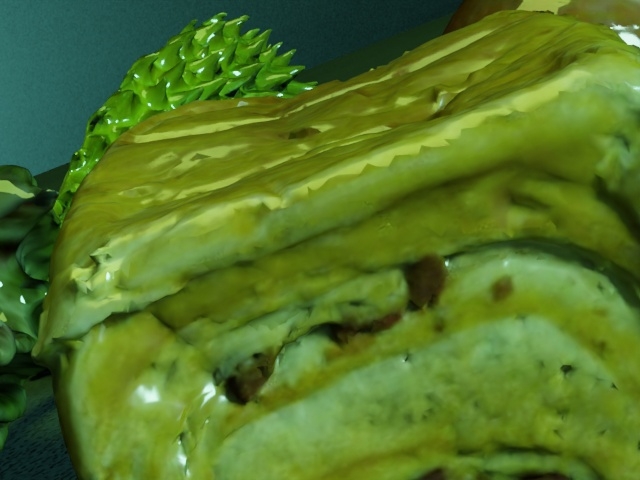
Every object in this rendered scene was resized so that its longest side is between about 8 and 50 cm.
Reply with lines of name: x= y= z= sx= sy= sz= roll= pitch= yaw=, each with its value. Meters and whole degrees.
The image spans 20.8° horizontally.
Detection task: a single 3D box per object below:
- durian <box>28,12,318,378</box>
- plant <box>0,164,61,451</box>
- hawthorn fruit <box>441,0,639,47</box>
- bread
durian: x=-0.087 y=-0.045 z=1.159 sx=0.169 sy=0.157 sz=0.355 roll=-34 pitch=1 yaw=27
plant: x=-0.168 y=0.080 z=0.869 sx=0.251 sy=0.180 sz=0.333 roll=-24 pitch=-26 yaw=16
hawthorn fruit: x=0.119 y=-0.066 z=0.778 sx=0.149 sy=0.189 sz=0.149 roll=2 pitch=-13 yaw=0
bread: x=0.028 y=0.034 z=0.402 sx=0.149 sy=0.158 sz=0.143 roll=-15 pitch=8 yaw=4
